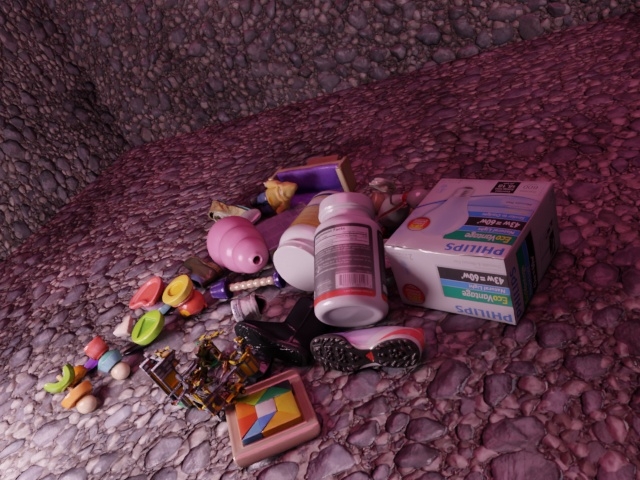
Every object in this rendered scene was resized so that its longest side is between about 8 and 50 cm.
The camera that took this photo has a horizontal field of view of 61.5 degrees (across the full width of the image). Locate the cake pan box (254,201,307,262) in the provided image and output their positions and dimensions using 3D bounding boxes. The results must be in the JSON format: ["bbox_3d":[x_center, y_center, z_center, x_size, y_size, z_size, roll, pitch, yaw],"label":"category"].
[{"bbox_3d":[-0.127,-0.042,2.156,0.246,0.070,0.267,-26,30,-10],"label":"cake pan box"}]

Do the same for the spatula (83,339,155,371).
[{"bbox_3d":[-0.708,0.395,1.878,0.297,0.030,0.084,-20,28,5],"label":"spatula"}]

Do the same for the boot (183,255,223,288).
[{"bbox_3d":[-0.492,0.125,2.117,0.219,0.082,0.106,8,40,39],"label":"boot"}]

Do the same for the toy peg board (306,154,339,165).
[{"bbox_3d":[0.009,-0.306,2.498,0.161,0.079,0.160,-4,51,30],"label":"toy peg board"}]

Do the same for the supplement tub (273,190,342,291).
[{"bbox_3d":[0.000,0.000,1.839,0.229,0.228,0.316,0,37,34],"label":"supplement tub"}]

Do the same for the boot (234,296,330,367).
[{"bbox_3d":[-0.101,0.247,1.592,0.247,0.094,0.207,19,42,15],"label":"boot"}]

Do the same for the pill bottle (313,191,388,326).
[{"bbox_3d":[0.085,0.054,1.584,0.210,0.210,0.362,-11,60,19],"label":"pill bottle"}]

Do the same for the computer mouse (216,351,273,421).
[{"bbox_3d":[-0.213,0.410,1.525,0.071,0.041,0.242,23,55,26],"label":"computer mouse"}]

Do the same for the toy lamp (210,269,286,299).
[{"bbox_3d":[-0.262,0.160,1.914,0.275,0.080,0.080,-11,32,18],"label":"toy lamp"}]

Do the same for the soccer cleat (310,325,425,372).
[{"bbox_3d":[0.127,0.283,1.449,0.319,0.108,0.116,-8,13,27],"label":"soccer cleat"}]

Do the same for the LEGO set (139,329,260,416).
[{"bbox_3d":[-0.350,0.339,1.510,0.255,0.192,0.331,-44,24,-24],"label":"LEGO set"}]

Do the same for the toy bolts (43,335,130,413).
[{"bbox_3d":[-0.739,0.451,1.761,0.228,0.158,0.218,-48,-3,-21],"label":"toy bolts"}]

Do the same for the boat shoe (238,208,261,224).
[{"bbox_3d":[-0.331,-0.052,2.263,0.219,0.070,0.077,-33,47,11],"label":"boat shoe"}]

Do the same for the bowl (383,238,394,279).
[{"bbox_3d":[0.201,0.075,1.732,0.170,0.080,0.170,-17,31,11],"label":"bowl"}]

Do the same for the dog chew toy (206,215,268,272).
[{"bbox_3d":[-0.296,0.026,2.006,0.207,0.206,0.332,-33,28,-17],"label":"dog chew toy"}]

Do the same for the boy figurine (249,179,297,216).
[{"bbox_3d":[-0.190,-0.174,2.287,0.092,0.177,0.285,-17,0,-36],"label":"boy figurine"}]

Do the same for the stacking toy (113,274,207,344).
[{"bbox_3d":[-0.574,0.271,1.947,0.309,0.130,0.279,-1,51,44],"label":"stacking toy"}]

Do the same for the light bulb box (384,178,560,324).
[{"bbox_3d":[0.438,0.012,1.531,0.358,0.225,0.361,7,40,40],"label":"light bulb box"}]

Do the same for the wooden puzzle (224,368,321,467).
[{"bbox_3d":[-0.133,0.443,1.384,0.221,0.044,0.238,-20,30,-8],"label":"wooden puzzle"}]

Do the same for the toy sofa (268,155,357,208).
[{"bbox_3d":[-0.042,-0.240,2.332,0.363,0.150,0.177,-4,34,29],"label":"toy sofa"}]

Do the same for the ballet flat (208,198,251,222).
[{"bbox_3d":[-0.396,-0.103,2.406,0.123,0.123,0.349,-39,34,-25],"label":"ballet flat"}]

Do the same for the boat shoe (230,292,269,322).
[{"bbox_3d":[-0.205,0.207,1.683,0.088,0.096,0.267,-19,-13,3],"label":"boat shoe"}]

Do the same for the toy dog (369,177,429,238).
[{"bbox_3d":[0.257,-0.084,1.823,0.220,0.160,0.333,13,-6,7],"label":"toy dog"}]
